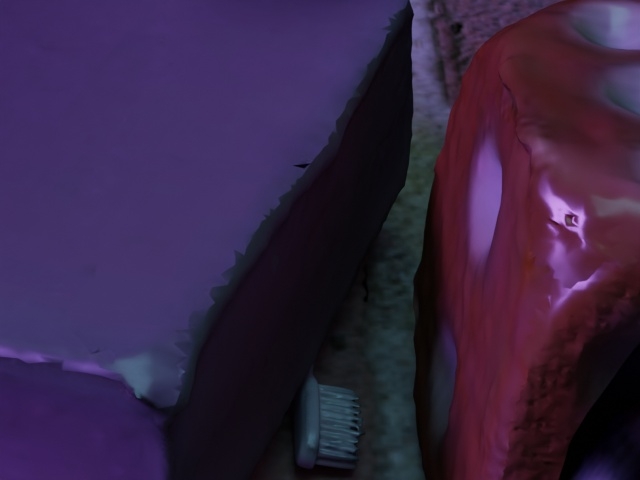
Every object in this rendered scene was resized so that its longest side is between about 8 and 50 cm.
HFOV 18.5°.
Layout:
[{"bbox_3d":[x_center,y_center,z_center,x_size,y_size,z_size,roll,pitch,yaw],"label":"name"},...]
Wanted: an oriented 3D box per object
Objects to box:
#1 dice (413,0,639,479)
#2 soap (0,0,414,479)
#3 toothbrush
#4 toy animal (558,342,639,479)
[{"bbox_3d":[0.129,0.022,0.691,0.174,0.179,0.175,2,37,-5],"label":"dice"},{"bbox_3d":[-0.138,-0.017,0.754,0.296,0.107,0.285,10,35,16],"label":"soap"},{"bbox_3d":[0.000,0.000,0.841,0.025,0.020,0.286,10,35,-8],"label":"toothbrush"},{"bbox_3d":[0.162,0.133,0.509,0.213,0.212,0.266,1,32,-6],"label":"toy animal"}]
